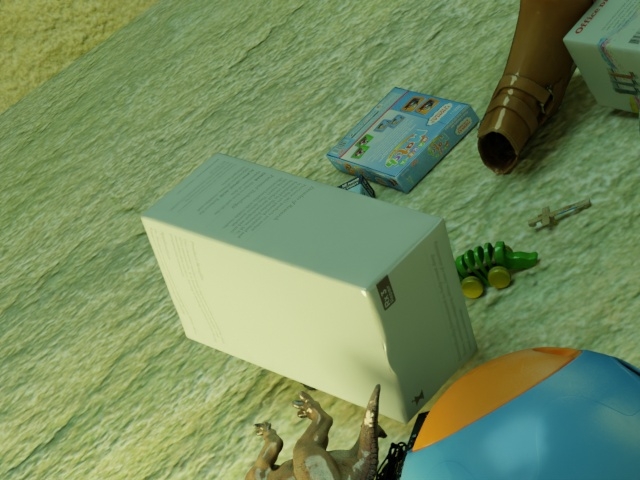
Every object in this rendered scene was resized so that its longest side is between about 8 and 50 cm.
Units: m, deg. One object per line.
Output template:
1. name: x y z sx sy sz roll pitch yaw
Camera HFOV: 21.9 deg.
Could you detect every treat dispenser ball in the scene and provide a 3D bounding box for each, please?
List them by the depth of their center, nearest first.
1. treat dispenser ball: 0.215 0.240 1.498 0.288 0.288 0.288 -29 29 17

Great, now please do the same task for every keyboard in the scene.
1. keyboard: 0.097 0.259 1.869 0.100 0.038 0.192 -25 27 39

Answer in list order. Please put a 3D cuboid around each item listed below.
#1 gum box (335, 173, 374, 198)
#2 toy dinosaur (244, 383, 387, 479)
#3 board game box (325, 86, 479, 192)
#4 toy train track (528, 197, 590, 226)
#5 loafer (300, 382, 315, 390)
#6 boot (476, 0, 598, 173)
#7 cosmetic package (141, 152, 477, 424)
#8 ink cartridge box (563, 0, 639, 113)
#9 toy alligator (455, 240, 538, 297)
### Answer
1. gum box: 0.000 0.000 2.386 0.157 0.041 0.184 -27 30 21
2. toy dinosaur: -0.018 0.291 1.845 0.295 0.127 0.200 -35 27 24
3. board game box: 0.120 -0.154 2.480 0.160 0.039 0.211 -45 27 -13
4. toy train track: 0.305 -0.032 2.103 0.083 0.014 0.048 -22 24 18
5. loafer: -0.015 0.107 2.198 0.076 0.078 0.223 -29 29 16
6. boot: 0.272 -0.235 2.204 0.109 0.283 0.220 27 68 15
7. cosmetic package: -0.016 0.051 2.025 0.385 0.217 0.156 18 48 37
8. ink cartridge box: 0.432 -0.246 2.134 0.128 0.127 0.176 -48 36 -17
9. toy alligator: 0.183 0.039 2.095 0.189 0.051 0.056 -22 31 29
